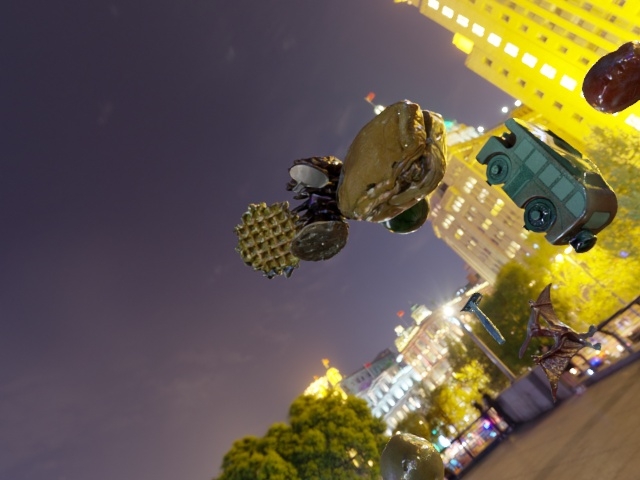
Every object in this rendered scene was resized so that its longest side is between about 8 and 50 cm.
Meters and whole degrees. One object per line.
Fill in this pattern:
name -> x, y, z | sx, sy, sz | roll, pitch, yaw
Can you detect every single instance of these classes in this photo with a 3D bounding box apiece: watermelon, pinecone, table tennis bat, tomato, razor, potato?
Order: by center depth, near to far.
razor -> 0.401, 0.196, 1.004 | 0.040, 0.135, 0.068 | 4, -55, -25
table tennis bat -> -0.036, -0.148, 1.012 | 0.158, 0.095, 0.014 | 147, 141, -66
potato -> 0.221, 0.583, 1.017 | 0.157, 0.157, 0.194 | 59, -142, -62
tomato -> 0.910, -0.507, 1.280 | 0.155, 0.181, 0.214 | 2, -38, -29
pinecone -> 0.005, -0.126, 1.312 | 0.246, 0.246, 0.293 | 7, -98, -54
watermelon -> 0.353, -0.147, 1.801 | 0.242, 0.242, 0.242 | -30, -30, -19

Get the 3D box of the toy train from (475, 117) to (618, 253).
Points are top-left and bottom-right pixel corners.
toy train -> 0.476, -0.122, 0.877 | 0.129, 0.327, 0.159 | 1, -43, -27

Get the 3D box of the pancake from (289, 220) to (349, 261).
pancake -> 0.001, 0.001, 0.973 | 0.151, 0.025, 0.152 | -10, -35, -7

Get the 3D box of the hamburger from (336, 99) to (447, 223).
hamburger -> 0.160, -0.170, 0.980 | 0.158, 0.319, 0.319 | 28, -66, -21

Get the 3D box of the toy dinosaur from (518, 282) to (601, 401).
toy dinosaur -> 0.363, 0.146, 0.633 | 0.220, 0.108, 0.032 | -64, -19, -45

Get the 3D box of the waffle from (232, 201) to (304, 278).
waffle -> -0.193, 0.001, 1.630 | 0.329, 0.329, 0.062 | -49, 9, 16
